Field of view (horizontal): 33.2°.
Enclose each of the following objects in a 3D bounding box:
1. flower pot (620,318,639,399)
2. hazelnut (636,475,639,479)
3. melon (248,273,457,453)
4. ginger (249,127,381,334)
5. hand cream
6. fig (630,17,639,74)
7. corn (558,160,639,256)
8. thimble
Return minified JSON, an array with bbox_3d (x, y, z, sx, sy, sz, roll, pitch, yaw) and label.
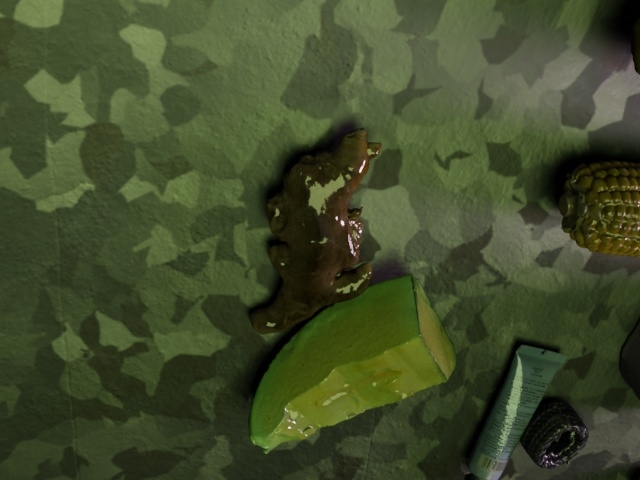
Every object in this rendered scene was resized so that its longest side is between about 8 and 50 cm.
[{"bbox_3d":[0.649,0.223,1.693,0.265,0.243,0.265,-6,116,-11],"label":"flower pot"},{"bbox_3d":[0.598,0.440,1.895,0.086,0.086,0.086,-6,119,-11],"label":"hazelnut"},{"bbox_3d":[0.033,0.194,1.591,0.323,0.124,0.196,-26,120,8],"label":"melon"},{"bbox_3d":[0.000,-0.002,1.498,0.166,0.080,0.333,7,113,-5],"label":"ginger"},{"bbox_3d":[0.309,0.291,1.753,0.091,0.058,0.271,15,110,-18],"label":"hand cream"},{"bbox_3d":[0.565,-0.260,1.394,0.316,0.316,0.316,-6,119,-11],"label":"fig"},{"bbox_3d":[0.522,-0.041,1.578,0.387,0.144,0.144,3,117,-21],"label":"corn"},{"bbox_3d":[0.387,0.323,1.776,0.095,0.066,0.104,12,118,-31],"label":"thimble"}]
